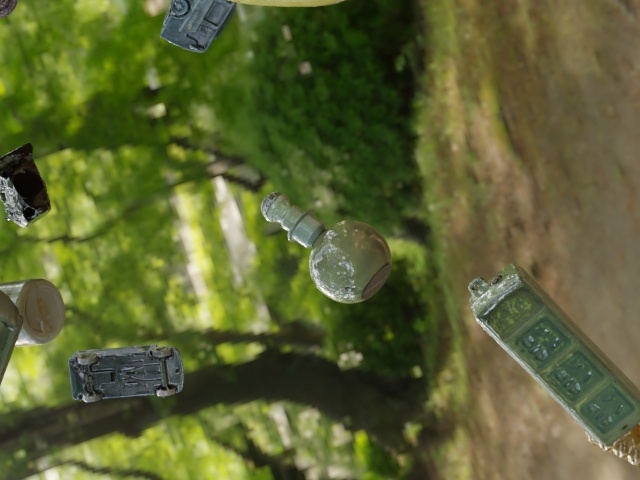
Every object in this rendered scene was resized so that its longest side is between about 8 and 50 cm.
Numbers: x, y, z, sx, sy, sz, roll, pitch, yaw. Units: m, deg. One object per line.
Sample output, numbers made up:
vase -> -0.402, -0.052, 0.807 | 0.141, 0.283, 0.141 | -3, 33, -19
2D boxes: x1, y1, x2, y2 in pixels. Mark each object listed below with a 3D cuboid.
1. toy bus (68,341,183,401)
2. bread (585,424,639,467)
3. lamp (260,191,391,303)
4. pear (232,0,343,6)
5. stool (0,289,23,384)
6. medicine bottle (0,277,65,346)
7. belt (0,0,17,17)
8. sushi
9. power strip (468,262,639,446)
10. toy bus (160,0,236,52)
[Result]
toy bus -> -0.287, 0.192, 2.219 | 0.076, 0.167, 0.073 | -95, 1, -77
bread -> 0.404, 0.261, 1.872 | 0.157, 0.044, 0.052 | 26, 119, 26
lamp -> 0.000, 0.000, 1.630 | 0.163, 0.091, 0.091 | 36, 157, 20
pear -> -0.044, -0.355, 1.282 | 0.309, 0.309, 0.309 | 161, 90, -81
stool -> -0.455, 0.148, 1.545 | 0.243, 0.170, 0.269 | 73, -146, -73
medicine bottle -> -0.378, 0.089, 1.764 | 0.079, 0.140, 0.079 | 15, -108, -55
belt -> -0.503, -0.362, 1.943 | 0.071, 0.232, 0.053 | -58, 26, 25
sushi -> -0.365, -0.061, 1.811 | 0.083, 0.056, 0.085 | 56, 151, -1
power strip -> 0.277, 0.135, 1.710 | 0.272, 0.078, 0.052 | 45, -168, -17
toy bus -> -0.107, -0.273, 1.555 | 0.166, 0.065, 0.047 | -55, 17, 27
